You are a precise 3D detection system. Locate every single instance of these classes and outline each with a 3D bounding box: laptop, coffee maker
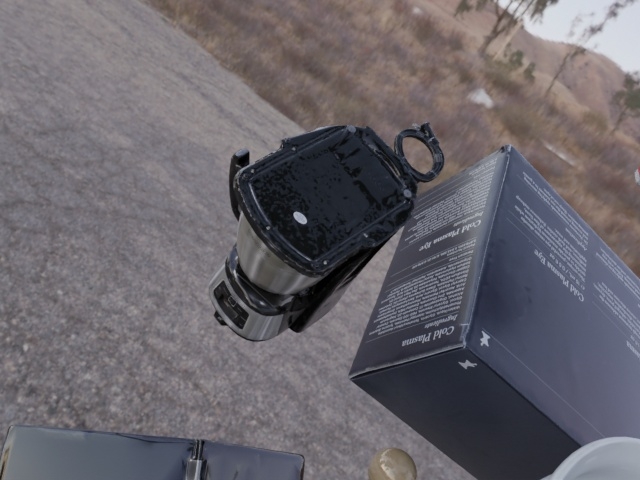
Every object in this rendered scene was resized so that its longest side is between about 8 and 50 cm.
[{"bbox_3d":[-0.242,0.485,0.855,0.408,0.236,0.382,33,55,-49],"label":"laptop"},{"bbox_3d":[0.000,0.000,0.498,0.171,0.178,0.120,-8,68,-22],"label":"coffee maker"}]

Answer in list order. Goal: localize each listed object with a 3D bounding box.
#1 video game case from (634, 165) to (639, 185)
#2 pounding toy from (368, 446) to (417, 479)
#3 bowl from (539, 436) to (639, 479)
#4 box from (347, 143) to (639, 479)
[{"bbox_3d":[0.470,-0.124,0.550,0.204,0.285,0.025,17,50,-1],"label":"video game case"},{"bbox_3d":[0.064,0.346,0.585,0.183,0.237,0.110,46,-19,-5],"label":"pounding toy"},{"bbox_3d":[0.194,0.299,0.412,0.298,0.134,0.297,16,59,-28],"label":"bowl"},{"bbox_3d":[0.251,0.120,0.748,0.343,0.179,0.312,41,48,-17],"label":"box"}]
